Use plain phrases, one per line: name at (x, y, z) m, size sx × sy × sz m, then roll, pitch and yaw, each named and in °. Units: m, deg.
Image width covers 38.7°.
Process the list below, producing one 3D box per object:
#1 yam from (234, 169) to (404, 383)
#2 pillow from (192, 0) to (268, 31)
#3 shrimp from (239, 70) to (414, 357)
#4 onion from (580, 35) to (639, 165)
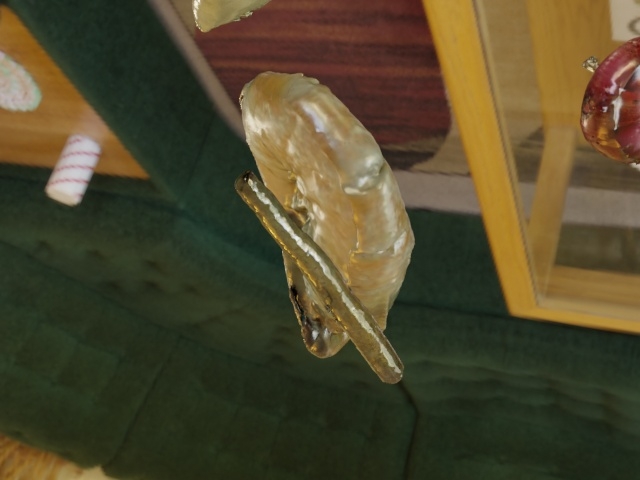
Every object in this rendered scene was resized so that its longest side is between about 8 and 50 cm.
yam at (0.005, 0.035, 0.652) m, size 0.027 × 0.029 × 0.234 m, roll 16°, pitch 152°, yaw 46°
pillow at (-0.107, -0.353, 1.181) m, size 0.078 × 0.134 × 0.181 m, roll 46°, pitch 162°, yaw 8°
shrimp at (0.000, 0.000, 0.915) m, size 0.221 × 0.110 × 0.445 m, roll 44°, pitch 160°, yaw 25°
onion at (0.344, -0.169, 1.038) m, size 0.150 × 0.150 × 0.140 m, roll 38°, pitch -177°, yaw -40°
